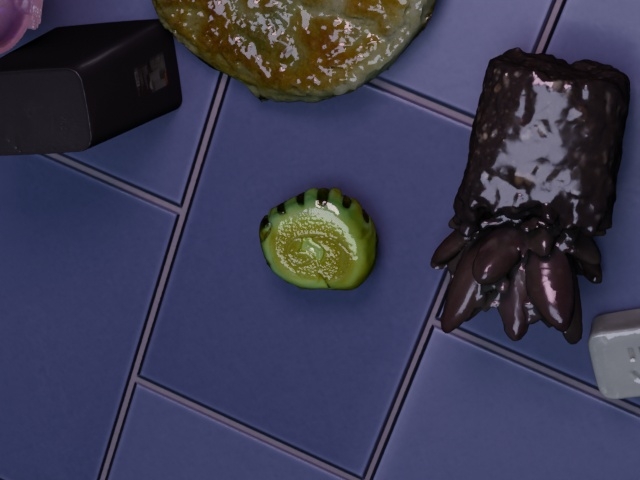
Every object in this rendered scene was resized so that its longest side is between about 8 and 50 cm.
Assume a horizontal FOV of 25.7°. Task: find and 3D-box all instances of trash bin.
[{"bbox_3d":[-0.282,-0.174,1.598,0.165,0.225,0.115,-1,108,19],"label":"trash bin"}]

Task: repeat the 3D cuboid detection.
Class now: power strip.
[{"bbox_3d":[0.490,0.106,1.538,0.385,0.062,0.091,-10,109,22],"label":"power strip"}]

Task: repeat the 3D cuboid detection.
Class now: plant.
[{"bbox_3d":[0.220,-0.039,1.512,0.194,0.181,0.320,13,108,13],"label":"plant"}]

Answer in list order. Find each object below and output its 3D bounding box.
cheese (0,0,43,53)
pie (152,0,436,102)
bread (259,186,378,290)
[{"bbox_3d":[-0.408,-0.314,1.600,0.286,0.074,0.188,25,115,34],"label":"cheese"},{"bbox_3d":[-0.016,-0.305,1.548,0.371,0.078,0.296,-33,96,27],"label":"pie"},{"bbox_3d":[0.000,0.000,1.654,0.139,0.071,0.130,-18,106,21],"label":"bread"}]
